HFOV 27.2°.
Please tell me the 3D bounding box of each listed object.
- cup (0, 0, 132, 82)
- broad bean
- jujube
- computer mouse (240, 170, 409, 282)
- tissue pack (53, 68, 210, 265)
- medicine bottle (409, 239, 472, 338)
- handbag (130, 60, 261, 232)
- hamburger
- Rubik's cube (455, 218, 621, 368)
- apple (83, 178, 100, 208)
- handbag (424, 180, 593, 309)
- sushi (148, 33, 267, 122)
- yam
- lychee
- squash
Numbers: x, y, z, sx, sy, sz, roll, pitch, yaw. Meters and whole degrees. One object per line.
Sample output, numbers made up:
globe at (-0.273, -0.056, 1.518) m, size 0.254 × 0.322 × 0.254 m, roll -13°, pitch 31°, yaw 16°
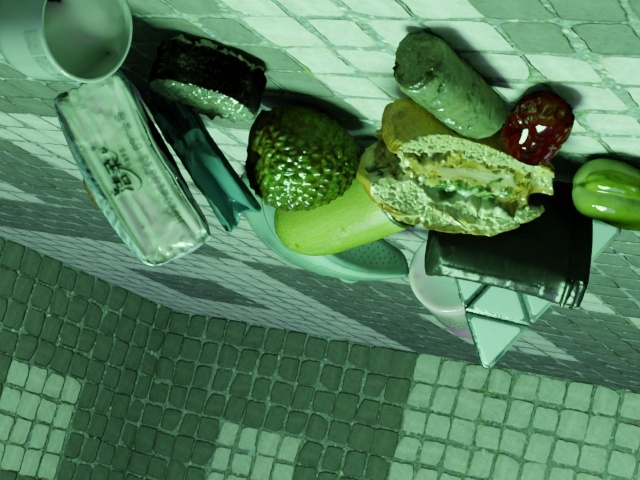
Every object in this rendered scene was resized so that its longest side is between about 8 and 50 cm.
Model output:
cup at (-0.334, -0.264, 1.570) m, size 0.142 × 0.134 × 0.173 m, roll 8°, pitch 168°, yaw 41°
broad bean at (0.407, -0.060, 1.769) m, size 0.124 × 0.082 × 0.174 m, roll 5°, pitch 175°, yaw 43°
jujube at (0.260, -0.136, 1.580) m, size 0.077 × 0.077 × 0.129 m, roll 15°, pitch 164°, yaw -1°
computer mouse at (0.000, 0.000, 2.350) m, size 0.371 × 0.122 × 0.188 m, roll 29°, pitch 174°, yaw -27°
tissue pack at (-0.258, -0.101, 1.813) m, size 0.259 × 0.122 × 0.361 m, roll 59°, pitch 175°, yaw -7°
medicine bottle at (0.265, 0.089, 2.472) m, size 0.152 × 0.152 × 0.254 m, roll 11°, pitch 169°, yaw 19°
handbag at (-0.177, -0.130, 1.824) m, size 0.229 × 0.062 × 0.179 m, roll 55°, pitch 179°, yaw 37°
hamburger at (0.163, -0.094, 1.699) m, size 0.283 × 0.144 × 0.156 m, roll 12°, pitch -157°, yaw -35°
Rubik's cube at (0.308, 0.027, 2.132) m, size 0.228 × 0.233 × 0.229 m, roll -19°, pitch -132°, yaw -25°
apple at (-0.342, -0.112, 2.309) m, size 0.146 × 0.146 × 0.131 m, roll 20°, pitch -169°, yaw -25°
handbag at (0.265, -0.023, 1.812) m, size 0.223 × 0.247 × 0.080 m, roll 11°, pitch 128°, yaw 6°
sushi at (-0.145, -0.211, 1.723) m, size 0.150 × 0.078 × 0.090 m, roll 18°, pitch 162°, yaw -14°
yam at (0.149, -0.176, 1.524) m, size 0.078 × 0.078 × 0.179 m, roll 7°, pitch 169°, yaw 34°
lychee at (-0.022, -0.114, 1.857) m, size 0.171 × 0.171 × 0.171 m, roll 14°, pitch 169°, yaw 3°
squash at (0.025, -0.045, 1.993) m, size 0.247 × 0.132 × 0.132 m, roll -22°, pitch 147°, yaw 37°
